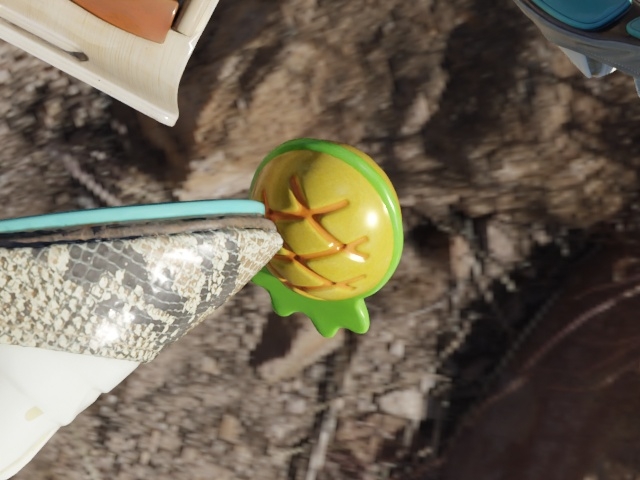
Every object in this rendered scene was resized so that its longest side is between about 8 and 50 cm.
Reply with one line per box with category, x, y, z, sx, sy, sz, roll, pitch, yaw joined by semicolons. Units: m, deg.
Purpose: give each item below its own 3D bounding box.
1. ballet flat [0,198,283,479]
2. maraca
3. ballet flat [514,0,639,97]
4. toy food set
ballet flat;-0.262;0.053;1.034;0.482;0.164;0.182;4;82;-16
maraca;0.000;0.000;1.351;0.127;0.186;0.099;27;45;16
ballet flat;0.209;-0.133;1.233;0.072;0.213;0.068;-31;133;-33
toy food set;-0.121;-0.259;1.179;0.219;0.092;0.306;27;95;-22
